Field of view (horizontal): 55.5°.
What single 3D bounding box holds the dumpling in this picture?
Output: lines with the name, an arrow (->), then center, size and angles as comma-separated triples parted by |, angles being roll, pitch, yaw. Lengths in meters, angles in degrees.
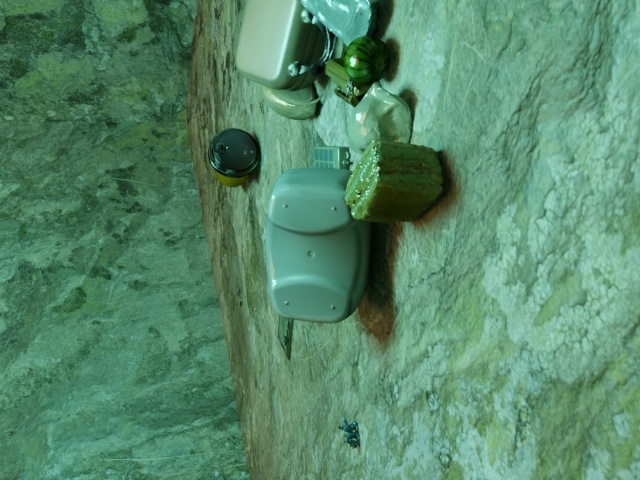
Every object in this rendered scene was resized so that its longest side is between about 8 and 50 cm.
dumpling -> 0.124, -0.223, 1.233 | 0.134, 0.100, 0.169 | 43, 120, 12

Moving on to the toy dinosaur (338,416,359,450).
toy dinosaur -> 0.072, 0.493, 1.557 | 0.030, 0.047, 0.083 | 136, 126, -67

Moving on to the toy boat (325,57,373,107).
toy boat -> 0.064, -0.359, 1.385 | 0.226, 0.068, 0.088 | -128, 31, -57

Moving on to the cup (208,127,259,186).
cup -> -0.340, -0.308, 2.374 | 0.279, 0.196, 0.196 | 127, 136, -74

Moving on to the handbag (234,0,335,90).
handbag -> -0.070, -0.523, 1.537 | 0.283, 0.149, 0.302 | 36, 122, 31

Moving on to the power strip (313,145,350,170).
power strip -> 0.027, -0.204, 1.571 | 0.227, 0.029, 0.080 | -157, 65, -68

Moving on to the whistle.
whistle -> -0.001, -0.601, 1.327 | 0.168, 0.188, 0.405 | 119, 145, -56

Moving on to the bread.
bread -> 0.134, -0.098, 1.141 | 0.196, 0.138, 0.102 | 126, 146, -62

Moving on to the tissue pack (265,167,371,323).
tissue pack -> 0.000, 0.000, 1.374 | 0.236, 0.229, 0.333 | -59, -29, -69

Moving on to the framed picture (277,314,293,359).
framed picture -> -0.123, 0.294, 2.118 | 0.136, 0.010, 0.201 | -126, 38, -55

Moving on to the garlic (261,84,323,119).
garlic -> -0.079, -0.426, 1.716 | 0.164, 0.145, 0.245 | -41, 51, 27

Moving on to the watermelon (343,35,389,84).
watermelon -> 0.095, -0.373, 1.257 | 0.109, 0.109, 0.109 | 176, 90, -70
